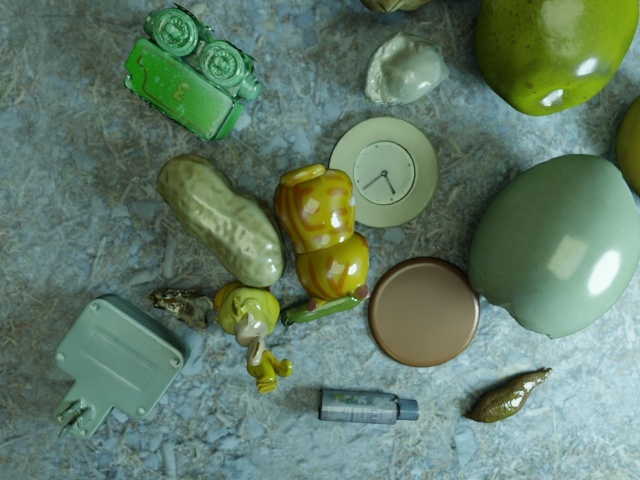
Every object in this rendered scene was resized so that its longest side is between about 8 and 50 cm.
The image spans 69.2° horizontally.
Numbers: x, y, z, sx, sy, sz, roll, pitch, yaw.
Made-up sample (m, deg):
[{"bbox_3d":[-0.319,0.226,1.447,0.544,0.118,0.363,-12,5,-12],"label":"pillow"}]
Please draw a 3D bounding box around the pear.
[{"bbox_3d":[0.417,-0.387,0.843,0.294,0.294,0.294,0,96,-3],"label":"pear"}]

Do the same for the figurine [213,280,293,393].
[{"bbox_3d":[-0.134,0.174,0.916,0.131,0.156,0.246,-17,57,-12],"label":"figurine"}]

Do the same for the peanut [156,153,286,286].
[{"bbox_3d":[-0.184,-0.042,0.910,0.313,0.152,0.152,44,93,-2],"label":"peanut"}]

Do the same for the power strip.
[{"bbox_3d":[-0.431,0.274,0.938,0.229,0.141,0.261,36,90,-5],"label":"power strip"}]

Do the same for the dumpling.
[{"bbox_3d":[0.168,-0.339,0.914,0.199,0.118,0.136,-20,99,-22],"label":"dumpling"}]

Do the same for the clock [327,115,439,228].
[{"bbox_3d":[0.132,-0.141,0.974,0.235,0.029,0.235,-1,97,-4],"label":"clock"}]

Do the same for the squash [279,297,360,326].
[{"bbox_3d":[0.000,0.140,0.986,0.183,0.052,0.052,-15,96,2],"label":"squash"}]

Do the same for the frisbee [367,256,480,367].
[{"bbox_3d":[0.228,0.159,1.013,0.250,0.021,0.251,0,97,-2],"label":"frisbee"}]

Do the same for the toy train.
[{"bbox_3d":[-0.242,-0.316,0.890,0.243,0.132,0.188,35,102,-6],"label":"toy train"}]

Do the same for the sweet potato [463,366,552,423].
[{"bbox_3d":[0.421,0.344,1.018,0.226,0.068,0.068,-31,96,0],"label":"sweet potato"}]

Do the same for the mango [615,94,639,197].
[{"bbox_3d":[0.730,-0.159,0.929,0.211,0.173,0.317,-44,90,2],"label":"mango"}]

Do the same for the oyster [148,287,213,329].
[{"bbox_3d":[-0.290,0.129,0.964,0.148,0.051,0.103,16,131,3],"label":"oyster"}]

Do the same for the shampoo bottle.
[{"bbox_3d":[0.103,0.361,1.003,0.214,0.072,0.072,5,96,-4],"label":"shampoo bottle"}]

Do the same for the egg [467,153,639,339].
[{"bbox_3d":[0.444,0.002,0.876,0.278,0.278,0.336,32,96,-5],"label":"egg"}]

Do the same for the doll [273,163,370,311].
[{"bbox_3d":[0.006,-0.015,0.905,0.166,0.162,0.270,-15,102,39],"label":"doll"}]

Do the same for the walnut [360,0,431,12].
[{"bbox_3d":[0.143,-0.564,0.813,0.252,0.277,0.313,17,101,27],"label":"walnut"}]
